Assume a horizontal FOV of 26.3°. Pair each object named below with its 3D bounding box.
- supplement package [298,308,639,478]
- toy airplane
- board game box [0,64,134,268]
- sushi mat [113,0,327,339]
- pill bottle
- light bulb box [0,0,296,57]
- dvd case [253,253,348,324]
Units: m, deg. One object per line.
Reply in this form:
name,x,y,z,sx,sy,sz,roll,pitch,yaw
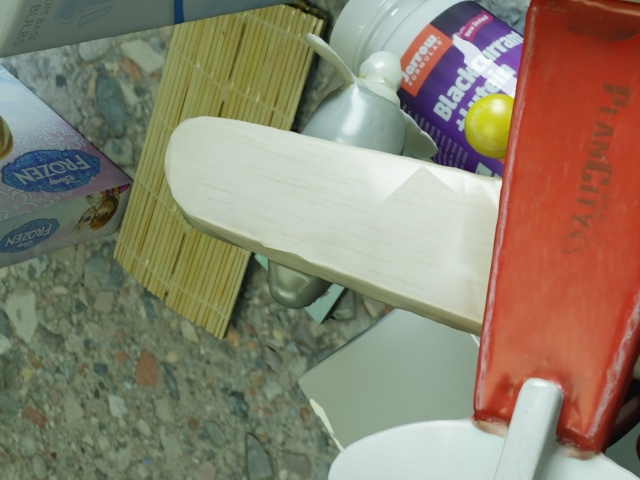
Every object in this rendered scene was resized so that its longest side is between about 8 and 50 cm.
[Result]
supplement package,0.135,0.113,0.941,0.149,0.203,0.194,-38,80,38
toy airplane,0.152,0.005,0.741,0.384,0.272,0.386,-34,81,14
board game box,-0.382,-0.088,1.199,0.318,0.319,0.066,40,124,20
sushi mat,-0.093,-0.078,1.171,0.151,0.019,0.316,35,122,27
pill bottle,0.102,-0.105,0.959,0.193,0.108,0.108,39,124,21
light bulb box,-0.088,-0.337,0.870,0.225,0.361,0.358,44,126,16
dvd case,0.000,0.000,1.131,0.087,0.013,0.119,46,125,17
